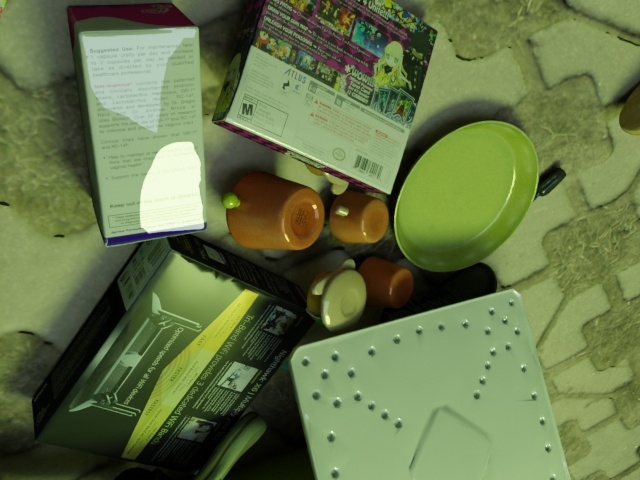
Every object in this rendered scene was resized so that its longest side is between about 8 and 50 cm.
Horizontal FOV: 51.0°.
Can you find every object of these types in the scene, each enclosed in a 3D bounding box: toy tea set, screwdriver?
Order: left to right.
[{"bbox_3d":[0.000,0.000,0.888,0.200,0.124,0.336,-49,131,-30],"label":"toy tea set"},{"bbox_3d":[0.315,-0.049,1.046,0.025,0.024,0.170,42,99,-10],"label":"screwdriver"}]

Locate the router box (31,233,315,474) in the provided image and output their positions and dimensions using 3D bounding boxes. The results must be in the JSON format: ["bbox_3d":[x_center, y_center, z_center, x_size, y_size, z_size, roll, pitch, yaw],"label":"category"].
[{"bbox_3d":[-0.189,0.154,0.886,0.243,0.081,0.309,29,104,-37],"label":"router box"}]

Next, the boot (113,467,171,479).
[{"bbox_3d":[-0.361,0.337,0.806,0.260,0.348,0.131,42,122,1],"label":"boot"}]

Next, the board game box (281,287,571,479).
[{"bbox_3d":[0.162,0.291,0.899,0.390,0.050,0.390,-11,84,-30],"label":"board game box"}]

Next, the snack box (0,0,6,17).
[{"bbox_3d":[-0.358,-0.186,0.615,0.100,0.037,0.141,15,112,-31],"label":"snack box"}]

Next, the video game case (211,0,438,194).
[{"bbox_3d":[0.014,-0.186,0.747,0.232,0.042,0.210,19,85,-34],"label":"video game case"}]

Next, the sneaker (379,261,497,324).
[{"bbox_3d":[0.172,0.113,1.016,0.227,0.087,0.130,-38,156,5],"label":"sneaker"}]

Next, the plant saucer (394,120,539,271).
[{"bbox_3d":[0.205,-0.065,0.971,0.241,0.037,0.241,-13,124,-20],"label":"plant saucer"}]

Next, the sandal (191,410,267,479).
[{"bbox_3d":[-0.153,0.359,0.877,0.303,0.086,0.120,-49,174,-30],"label":"sandal"}]

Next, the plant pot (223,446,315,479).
[{"bbox_3d":[-0.063,0.493,1.021,0.353,0.366,0.366,-4,122,-13],"label":"plant pot"}]

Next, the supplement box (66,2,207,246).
[{"bbox_3d":[-0.187,-0.121,0.694,0.114,0.111,0.220,-11,124,-20],"label":"supplement box"}]

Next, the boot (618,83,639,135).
[{"bbox_3d":[0.603,-0.194,1.044,0.295,0.104,0.211,-39,129,-5],"label":"boot"}]
